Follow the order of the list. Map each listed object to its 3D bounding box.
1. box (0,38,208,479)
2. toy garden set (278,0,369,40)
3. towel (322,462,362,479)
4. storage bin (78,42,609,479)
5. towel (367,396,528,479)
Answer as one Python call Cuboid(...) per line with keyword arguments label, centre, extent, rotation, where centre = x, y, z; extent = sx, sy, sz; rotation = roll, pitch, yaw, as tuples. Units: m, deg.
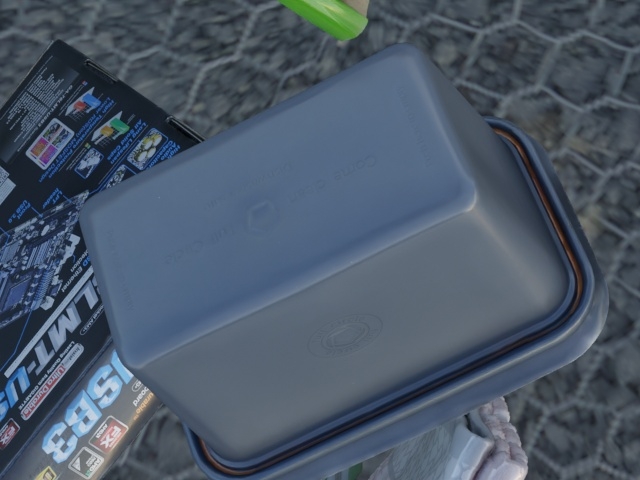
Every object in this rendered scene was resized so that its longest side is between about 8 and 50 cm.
Cuboid(label="box", centre=(-0.185, 0.034, 1.145), extent=(0.295, 0.293, 0.073), rotation=(-52, 129, -3))
Cuboid(label="toy garden set", centre=(-0.016, -0.272, 1.017), extent=(0.204, 0.049, 0.244), rotation=(28, 65, -39))
Cuboid(label="towel", centre=(-0.005, 0.138, 1.137), extent=(0.023, 0.152, 0.113), rotation=(14, 114, 19))
Cuboid(label="storage bin", centre=(0.000, 0.000, 0.496), extent=(0.135, 0.091, 0.098), rotation=(-25, 61, 10))
Cuboid(label="towel", centre=(0.038, 0.239, 1.235), extent=(0.053, 0.332, 0.317), rotation=(28, 97, -3))
